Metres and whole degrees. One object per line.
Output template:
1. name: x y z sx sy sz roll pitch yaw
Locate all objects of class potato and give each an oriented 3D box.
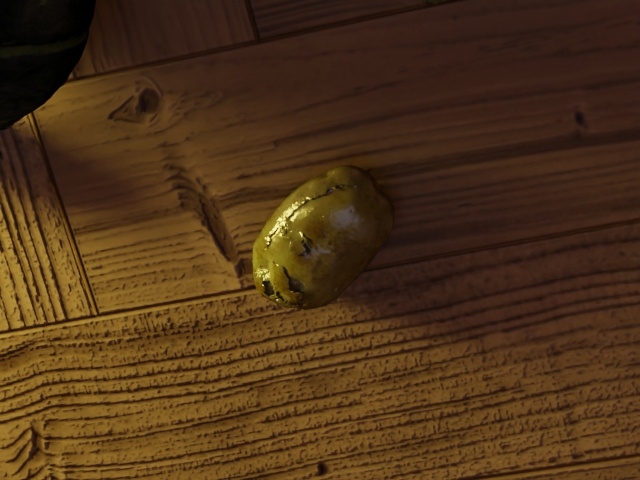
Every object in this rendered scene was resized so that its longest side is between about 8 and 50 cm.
1. potato: 0.000 0.000 1.796 0.107 0.080 0.170 40 113 -19

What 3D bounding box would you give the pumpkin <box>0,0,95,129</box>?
1. pumpkin: -0.354 -0.247 1.679 0.323 0.241 0.323 10 113 25

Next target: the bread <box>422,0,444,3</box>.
1. bread: 0.128 -0.283 1.629 0.086 0.125 0.156 41 150 -15
